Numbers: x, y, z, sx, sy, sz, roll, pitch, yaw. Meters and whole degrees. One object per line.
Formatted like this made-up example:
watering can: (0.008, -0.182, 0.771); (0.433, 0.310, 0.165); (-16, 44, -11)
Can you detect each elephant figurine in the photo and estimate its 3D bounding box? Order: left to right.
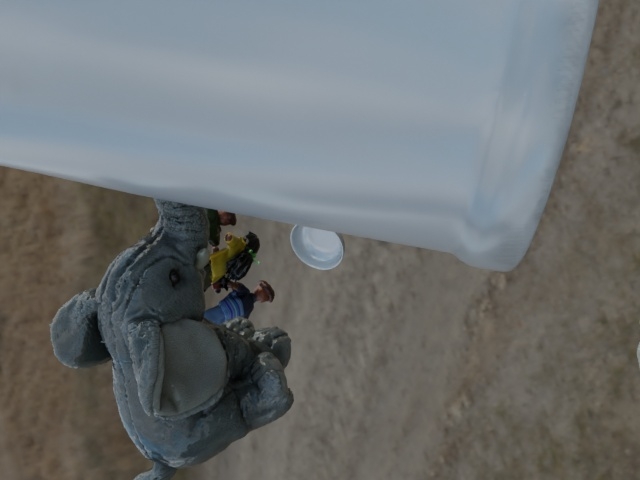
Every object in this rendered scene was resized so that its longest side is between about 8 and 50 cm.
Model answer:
elephant figurine: (-0.138, 0.074, 0.905); (0.239, 0.169, 0.186); (54, -154, -45)

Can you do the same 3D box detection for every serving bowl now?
serving bowl: (0.000, 0.000, 1.541); (0.083, 0.027, 0.083); (16, 128, 21)

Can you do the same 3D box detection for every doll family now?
doll family: (-0.109, 0.037, 1.185); (0.076, 0.111, 0.193); (47, 155, 24)

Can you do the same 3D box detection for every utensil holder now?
utensil holder: (-0.033, -0.174, 0.723); (0.327, 0.385, 0.327); (11, -90, -88)

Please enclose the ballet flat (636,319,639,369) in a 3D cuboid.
ballet flat: (0.242, 0.062, 0.735); (0.168, 0.052, 0.057); (-73, -15, -54)
